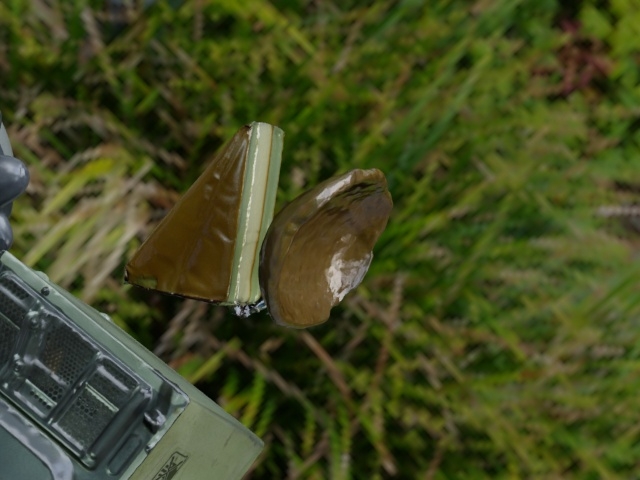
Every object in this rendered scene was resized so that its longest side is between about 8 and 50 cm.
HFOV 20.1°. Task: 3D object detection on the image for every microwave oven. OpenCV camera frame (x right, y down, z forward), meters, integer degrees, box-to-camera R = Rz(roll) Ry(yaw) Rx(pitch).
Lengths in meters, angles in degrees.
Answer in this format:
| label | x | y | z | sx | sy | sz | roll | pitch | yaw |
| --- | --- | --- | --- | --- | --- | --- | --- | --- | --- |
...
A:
| label | x | y | z | sx | sy | sz | roll | pitch | yaw |
| --- | --- | --- | --- | --- | --- | --- | --- | --- | --- |
| microwave oven | -0.284 | 0.244 | 1.585 | 0.247 | 0.394 | 0.333 | 37 | -5 | 19 |

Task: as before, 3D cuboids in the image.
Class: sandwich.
| label | x | y | z | sx | sy | sz | roll | pitch | yaw |
| --- | --- | --- | --- | --- | --- | --- | --- | --- | --- |
| sandwich | -0.106 | -0.030 | 1.606 | 0.113 | 0.163 | 0.079 | 10 | 3 | 24 |

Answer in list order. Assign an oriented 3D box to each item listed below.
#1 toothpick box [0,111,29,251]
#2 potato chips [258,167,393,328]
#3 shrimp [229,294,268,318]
| label | x | y | z | sx | sy | sz | roll | pitch | yaw |
| --- | --- | --- | --- | --- | --- | --- | --- | --- | --- |
| toothpick box | -0.418 | -0.043 | 1.673 | 0.229 | 0.316 | 0.229 | 50 | 25 | -34 |
| potato chips | 0.000 | 0.000 | 1.476 | 0.049 | 0.150 | 0.202 | 38 | 11 | 22 |
| shrimp | -0.055 | 0.032 | 2.122 | 0.082 | 0.076 | 0.174 | 43 | 42 | 15 |
